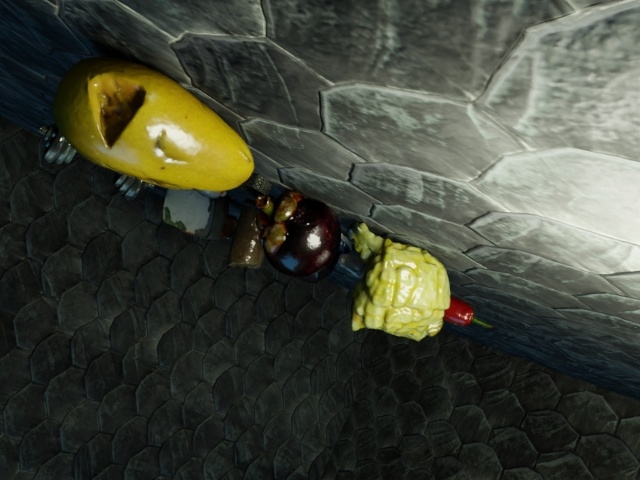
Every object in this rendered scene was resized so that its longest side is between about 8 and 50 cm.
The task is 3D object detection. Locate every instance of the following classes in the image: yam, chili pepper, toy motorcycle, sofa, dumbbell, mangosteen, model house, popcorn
[{"bbox_3d":[-0.243,-0.014,1.913,0.128,0.238,0.129,11,173,39],"label":"yam"},{"bbox_3d":[0.457,0.237,2.036,0.137,0.092,0.368,6,-165,-42],"label":"chili pepper"},{"bbox_3d":[0.221,0.127,1.852,0.341,0.108,0.223,22,173,8],"label":"toy motorcycle"},{"bbox_3d":[-0.182,-0.150,1.434,0.118,0.039,0.060,18,171,46],"label":"sofa"},{"bbox_3d":[-0.753,-0.279,1.866,0.406,0.179,0.179,29,172,-32],"label":"dumbbell"},{"bbox_3d":[-0.070,-0.029,1.360,0.250,0.211,0.211,41,166,-26],"label":"mangosteen"},{"bbox_3d":[-0.420,-0.114,2.149,0.271,0.190,0.301,16,-175,31],"label":"model house"},{"bbox_3d":[0.189,0.124,1.380,0.237,0.293,0.293,8,-179,-25],"label":"popcorn"}]

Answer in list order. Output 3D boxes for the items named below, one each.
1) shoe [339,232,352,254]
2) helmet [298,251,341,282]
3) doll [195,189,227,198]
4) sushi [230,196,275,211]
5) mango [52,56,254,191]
[{"bbox_3d":[0.000,0.000,1.673,0.207,0.106,0.091,21,176,-19],"label":"shoe"},{"bbox_3d":[-0.079,0.047,2.022,0.305,0.177,0.225,25,175,-11],"label":"helmet"},{"bbox_3d":[-0.344,-0.180,1.637,0.142,0.076,0.245,24,169,9],"label":"doll"},{"bbox_3d":[-0.158,-0.102,1.705,0.193,0.040,0.210,21,177,15],"label":"sushi"},{"bbox_3d":[-0.280,-0.191,0.976,0.365,0.182,0.253,16,177,-37],"label":"mango"}]
